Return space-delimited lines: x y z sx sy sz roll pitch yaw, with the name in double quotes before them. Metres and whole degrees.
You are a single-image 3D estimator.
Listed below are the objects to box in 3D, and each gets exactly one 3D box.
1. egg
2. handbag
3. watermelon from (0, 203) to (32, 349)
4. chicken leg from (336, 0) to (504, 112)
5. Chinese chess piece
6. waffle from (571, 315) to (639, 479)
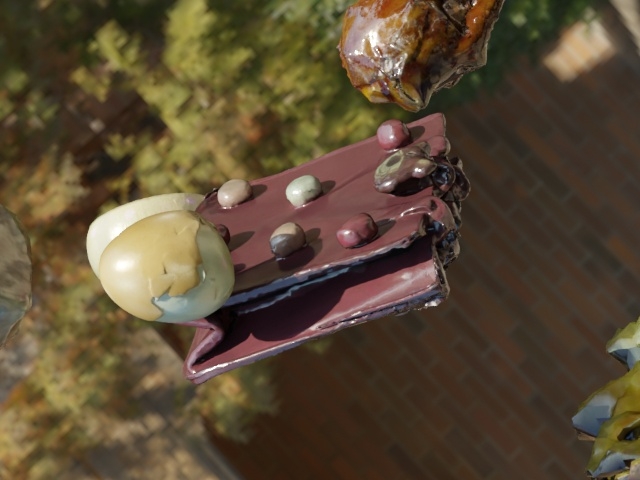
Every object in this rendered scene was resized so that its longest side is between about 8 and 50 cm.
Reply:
"egg" -0.097 0.018 0.980 0.071 0.083 0.071 166 90 -70
"handbag" -0.002 -0.002 1.078 0.074 0.216 0.203 61 -159 -21
"watermelon" -0.239 0.036 0.557 0.302 0.264 0.151 17 -137 -30
"chicken leg" 0.141 -0.228 1.284 0.113 0.304 0.093 46 -177 4
"Chinese chess piece" -0.144 0.000 1.373 0.122 0.122 0.051 72 -179 -76
"waffle" 0.268 -0.004 0.637 0.095 0.382 0.379 45 -178 -2
